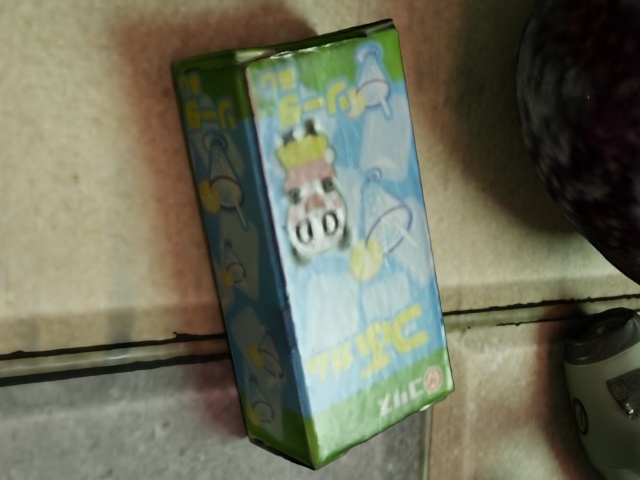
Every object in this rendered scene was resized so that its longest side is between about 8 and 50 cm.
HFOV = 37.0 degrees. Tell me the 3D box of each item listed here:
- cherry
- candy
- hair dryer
[{"bbox_3d":[0.244,-0.085,0.541,0.296,0.218,0.255,22,105,-33],"label":"cherry"},{"bbox_3d":[0.000,0.000,0.459,0.097,0.062,0.194,-21,107,-37],"label":"candy"},{"bbox_3d":[0.234,0.186,0.562,0.092,0.267,0.229,-26,115,10],"label":"hair dryer"}]
